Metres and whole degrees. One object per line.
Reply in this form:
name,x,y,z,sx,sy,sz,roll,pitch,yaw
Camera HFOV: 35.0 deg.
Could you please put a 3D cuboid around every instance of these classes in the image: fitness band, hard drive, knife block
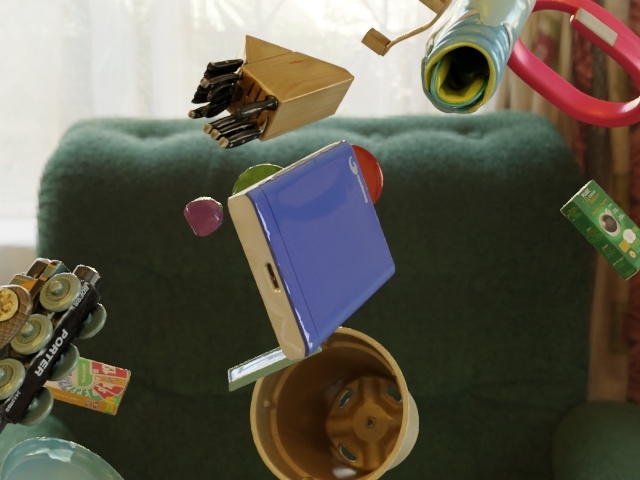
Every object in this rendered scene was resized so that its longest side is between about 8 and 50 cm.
fitness band,0.421,-0.295,1.662,0.054,0.291,0.209,-59,13,-23
hard drive,0.000,0.000,1.338,0.040,0.210,0.319,-16,9,27
knife block,-0.074,-0.218,1.642,0.276,0.088,0.242,16,40,-21

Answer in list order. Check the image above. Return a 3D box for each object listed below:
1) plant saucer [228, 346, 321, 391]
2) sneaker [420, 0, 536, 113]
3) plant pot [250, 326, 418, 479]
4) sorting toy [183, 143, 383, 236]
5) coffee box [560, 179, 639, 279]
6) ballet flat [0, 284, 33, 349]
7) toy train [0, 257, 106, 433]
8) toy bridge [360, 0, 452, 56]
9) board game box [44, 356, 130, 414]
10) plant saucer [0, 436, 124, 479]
plant saucer,-0.091,0.229,1.934,0.192,0.018,0.067,-25,21,2
sneaker,0.197,-0.244,1.507,0.127,0.319,0.208,26,62,4
plant pot,0.067,0.372,2.139,0.334,0.333,0.305,10,-11,23
sorting toy,-0.058,-0.087,1.805,0.366,0.127,0.126,-14,9,15
coffee box,0.556,-0.023,1.959,0.184,0.040,0.113,47,44,5
ballet flat,-0.505,0.133,1.374,0.250,0.058,0.084,-27,63,6
toy train,-0.518,0.173,1.763,0.190,0.142,0.334,14,62,29
toy bridge,0.121,-0.286,1.171,0.063,0.188,0.026,37,36,1
board game box,-0.530,0.279,2.085,0.259,0.039,0.124,14,26,-3
plant saucer,-0.476,0.510,1.926,0.317,0.043,0.317,37,19,-15
